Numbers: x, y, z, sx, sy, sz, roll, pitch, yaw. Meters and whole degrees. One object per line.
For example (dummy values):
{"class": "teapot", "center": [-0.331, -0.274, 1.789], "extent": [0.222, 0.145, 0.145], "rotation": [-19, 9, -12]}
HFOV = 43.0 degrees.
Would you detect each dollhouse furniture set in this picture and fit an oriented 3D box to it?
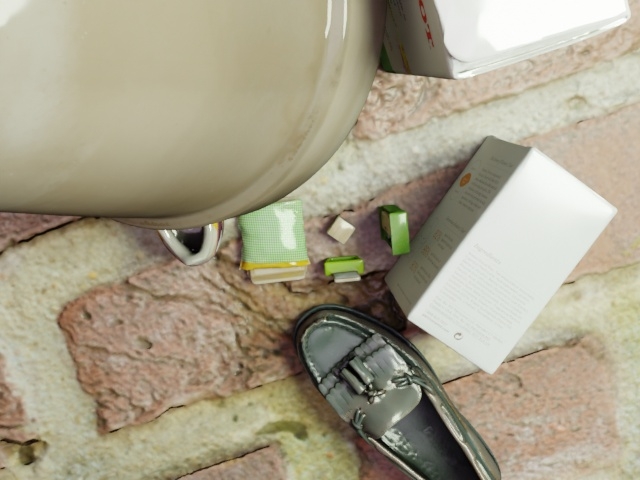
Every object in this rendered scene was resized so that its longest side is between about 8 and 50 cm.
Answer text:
{"class": "dollhouse furniture set", "center": [0.000, 0.000, 0.730], "extent": [0.151, 0.058, 0.076], "rotation": [-6, 102, -4]}

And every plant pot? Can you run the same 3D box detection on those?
{"class": "plant pot", "center": [-0.160, -0.140, 0.482], "extent": [0.323, 0.280, 0.323], "rotation": [8, 108, 26]}

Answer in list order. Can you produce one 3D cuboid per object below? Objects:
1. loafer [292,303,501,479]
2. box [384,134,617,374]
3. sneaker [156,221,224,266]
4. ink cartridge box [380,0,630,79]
{"class": "loafer", "center": [0.083, 0.165, 0.758], "extent": [0.096, 0.084, 0.267], "rotation": [-44, 102, 5]}
{"class": "box", "center": [0.148, 0.007, 0.707], "extent": [0.091, 0.130, 0.170], "rotation": [35, 98, -10]}
{"class": "sneaker", "center": [-0.130, -0.067, 0.692], "extent": [0.069, 0.084, 0.186], "rotation": [-24, 103, 1]}
{"class": "ink cartridge box", "center": [0.091, -0.229, 0.577], "extent": [0.117, 0.278, 0.202], "rotation": [-17, 103, 0]}
